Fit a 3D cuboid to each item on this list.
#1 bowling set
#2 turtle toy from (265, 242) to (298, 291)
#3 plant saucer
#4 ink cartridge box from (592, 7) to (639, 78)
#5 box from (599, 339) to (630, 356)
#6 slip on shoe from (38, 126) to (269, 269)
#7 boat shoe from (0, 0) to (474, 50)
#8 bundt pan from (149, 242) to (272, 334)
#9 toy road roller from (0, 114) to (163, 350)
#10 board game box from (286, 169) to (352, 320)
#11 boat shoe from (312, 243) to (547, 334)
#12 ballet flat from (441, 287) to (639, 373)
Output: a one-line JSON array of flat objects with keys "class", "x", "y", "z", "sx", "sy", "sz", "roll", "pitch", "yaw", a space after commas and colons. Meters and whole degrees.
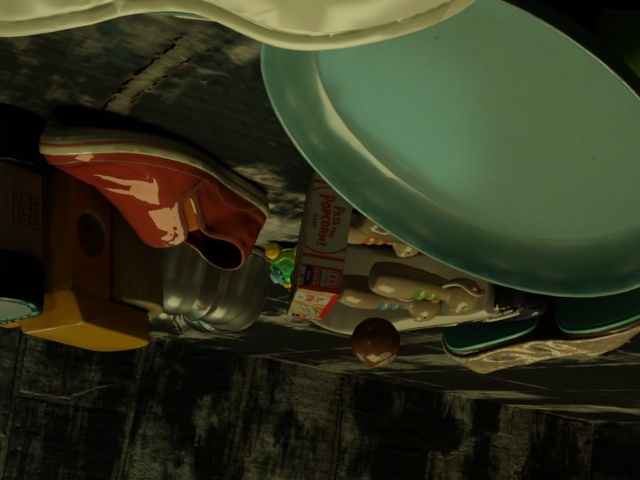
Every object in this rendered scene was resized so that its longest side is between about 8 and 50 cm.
[{"class": "bowling set", "x": 0.108, "y": 0.049, "z": 1.212, "sx": 0.154, "sy": 0.200, "sz": 0.287, "roll": 11, "pitch": 172, "yaw": -19}, {"class": "turtle toy", "x": -0.018, "y": 0.044, "z": 1.554, "sx": 0.130, "sy": 0.066, "sz": 0.095, "roll": 1, "pitch": 166, "yaw": 32}, {"class": "plant saucer", "x": 0.105, "y": -0.074, "z": 0.740, "sx": 0.317, "sy": 0.044, "sz": 0.318, "roll": 26, "pitch": 154, "yaw": 14}, {"class": "ink cartridge box", "x": 0.271, "y": -0.067, "z": 0.776, "sx": 0.188, "sy": 0.097, "sz": 0.255, "roll": 7, "pitch": 168, "yaw": 9}, {"class": "box", "x": 0.372, "y": 0.115, "z": 1.589, "sx": 0.147, "sy": 0.078, "sz": 0.180, "roll": 7, "pitch": 168, "yaw": 7}, {"class": "slip on shoe", "x": -0.171, "y": -0.045, "z": 1.168, "sx": 0.123, "sy": 0.101, "sz": 0.331, "roll": 3, "pitch": 165, "yaw": 32}, {"class": "boat shoe", "x": -0.060, "y": -0.173, "z": 0.594, "sx": 0.319, "sy": 0.116, "sz": 0.099, "roll": -1, "pitch": -150, "yaw": 9}, {"class": "bundt pan", "x": -0.233, "y": 0.069, "z": 1.684, "sx": 0.330, "sy": 0.124, "sz": 0.331, "roll": 8, "pitch": 167, "yaw": 2}, {"class": "toy road roller", "x": -0.348, "y": 0.010, "z": 1.197, "sx": 0.240, "sy": 0.203, "sz": 0.329, "roll": -11, "pitch": 161, "yaw": 25}, {"class": "board game box", "x": 0.000, "y": 0.000, "z": 1.149, "sx": 0.045, "sy": 0.147, "sz": 0.193, "roll": 9, "pitch": 168, "yaw": -3}, {"class": "boat shoe", "x": 0.138, "y": 0.069, "z": 1.426, "sx": 0.340, "sy": 0.127, "sz": 0.158, "roll": -1, "pitch": 171, "yaw": 41}, {"class": "ballet flat", "x": 0.321, "y": 0.115, "z": 1.443, "sx": 0.316, "sy": 0.108, "sz": 0.106, "roll": -12, "pitch": 139, "yaw": 28}]
